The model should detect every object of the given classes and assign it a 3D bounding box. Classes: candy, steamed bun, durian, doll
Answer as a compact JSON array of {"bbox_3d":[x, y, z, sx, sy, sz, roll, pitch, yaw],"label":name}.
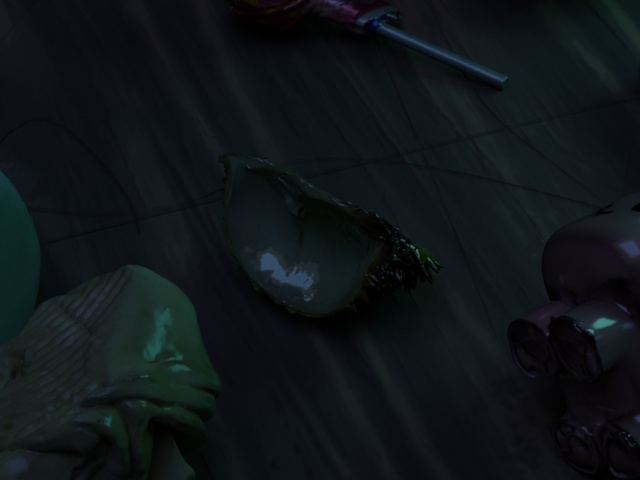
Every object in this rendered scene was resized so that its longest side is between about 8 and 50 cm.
[{"bbox_3d":[0.048,-0.251,2.043,0.365,0.124,0.124,25,60,18],"label":"candy"},{"bbox_3d":[-0.223,0.187,1.665,0.276,0.203,0.289,-5,43,41],"label":"steamed bun"},{"bbox_3d":[0.000,0.000,1.810,0.252,0.139,0.144,33,68,31],"label":"durian"},{"bbox_3d":[0.314,0.060,1.668,0.268,0.216,0.284,-30,14,-25],"label":"doll"}]

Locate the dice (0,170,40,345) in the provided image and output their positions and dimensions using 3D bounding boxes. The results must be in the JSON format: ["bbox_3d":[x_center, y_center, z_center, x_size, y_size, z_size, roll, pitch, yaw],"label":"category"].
[{"bbox_3d":[-0.456,0.036,1.790,0.264,0.263,0.268,17,56,22],"label":"dice"}]
